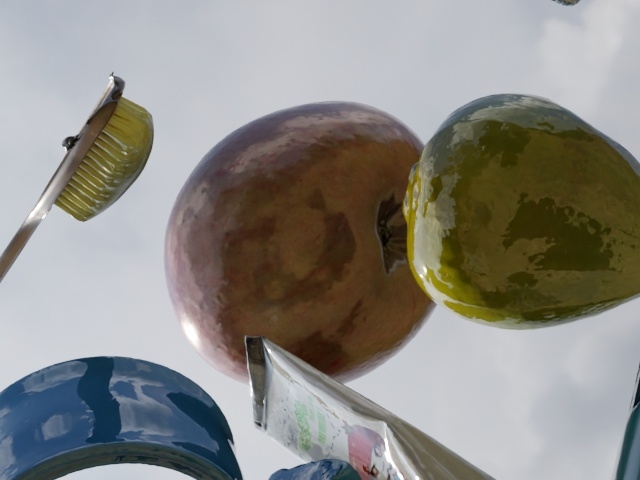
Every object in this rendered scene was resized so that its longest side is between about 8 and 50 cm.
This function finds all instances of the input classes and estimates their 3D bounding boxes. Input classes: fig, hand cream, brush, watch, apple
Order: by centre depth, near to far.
[{"bbox_3d":[-0.132,0.222,1.130,0.305,0.241,0.274,-33,-61,1],"label":"watch"},{"bbox_3d":[0.052,0.194,1.235,0.076,0.336,0.121,-28,-48,-36],"label":"hand cream"},{"bbox_3d":[-0.221,-0.028,1.235,0.067,0.313,0.072,35,-133,-9],"label":"brush"},{"bbox_3d":[0.187,-0.025,1.242,0.230,0.207,0.207,-1,-70,-8],"label":"fig"},{"bbox_3d":[0.000,0.000,1.575,0.345,0.269,0.344,18,-122,-32],"label":"apple"}]

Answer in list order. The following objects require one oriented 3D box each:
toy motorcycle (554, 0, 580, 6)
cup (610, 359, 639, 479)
[{"bbox_3d":[0.128,-0.260,1.078,0.135,0.254,0.092,-4,-41,-51],"label":"toy motorcycle"},{"bbox_3d":[0.284,0.092,0.675,0.242,0.308,0.292,30,-123,-18],"label":"cup"}]
